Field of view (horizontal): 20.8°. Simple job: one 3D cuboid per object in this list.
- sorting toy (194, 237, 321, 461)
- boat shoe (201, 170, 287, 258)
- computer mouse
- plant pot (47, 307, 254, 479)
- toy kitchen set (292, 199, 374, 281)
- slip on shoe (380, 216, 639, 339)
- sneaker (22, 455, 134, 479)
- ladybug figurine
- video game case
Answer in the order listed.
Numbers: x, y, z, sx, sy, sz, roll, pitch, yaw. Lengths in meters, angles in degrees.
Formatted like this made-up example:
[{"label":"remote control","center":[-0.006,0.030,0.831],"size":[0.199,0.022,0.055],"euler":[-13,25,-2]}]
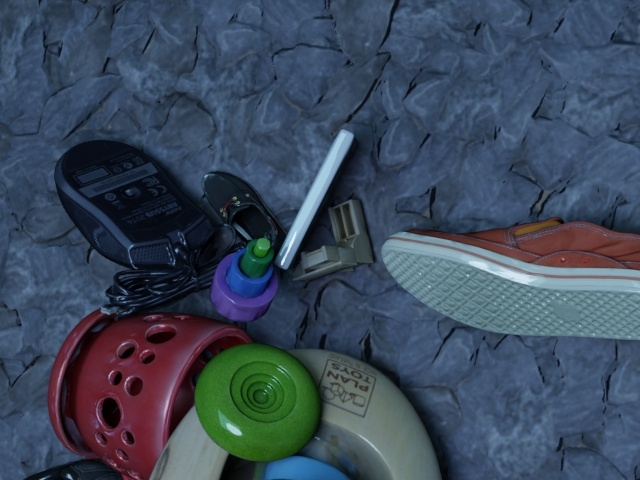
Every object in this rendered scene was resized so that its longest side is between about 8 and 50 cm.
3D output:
[{"label":"sorting toy","center":[-0.045,0.152,1.661],"size":[0.127,0.126,0.365],"euler":[0,59,-16]},{"label":"boat shoe","center":[-0.087,-0.033,1.938],"size":[0.049,0.042,0.133],"euler":[-48,68,10]},{"label":"computer mouse","center":[-0.204,-0.010,1.926],"size":[0.188,0.072,0.272],"euler":[-20,47,-28]},{"label":"plant pot","center":[-0.180,0.163,1.867],"size":[0.174,0.191,0.191],"euler":[15,87,30]},{"label":"toy kitchen set","center":[0.000,0.000,1.880],"size":[0.068,0.083,0.075],"euler":[-22,74,35]},{"label":"slip on shoe","center":[0.221,0.029,1.789],"size":[0.331,0.123,0.101],"euler":[5,51,26]},{"label":"sneaker","center":[-0.326,0.330,1.919],"size":[0.276,0.135,0.097],"euler":[-39,73,12]},{"label":"ladybug figurine","center":[-0.036,0.310,1.737],"size":[0.305,0.162,0.449],"euler":[22,55,-2]},{"label":"video game case","center":[-0.003,-0.042,1.855],"size":[0.019,0.143,0.157],"euler":[27,91,3]}]
